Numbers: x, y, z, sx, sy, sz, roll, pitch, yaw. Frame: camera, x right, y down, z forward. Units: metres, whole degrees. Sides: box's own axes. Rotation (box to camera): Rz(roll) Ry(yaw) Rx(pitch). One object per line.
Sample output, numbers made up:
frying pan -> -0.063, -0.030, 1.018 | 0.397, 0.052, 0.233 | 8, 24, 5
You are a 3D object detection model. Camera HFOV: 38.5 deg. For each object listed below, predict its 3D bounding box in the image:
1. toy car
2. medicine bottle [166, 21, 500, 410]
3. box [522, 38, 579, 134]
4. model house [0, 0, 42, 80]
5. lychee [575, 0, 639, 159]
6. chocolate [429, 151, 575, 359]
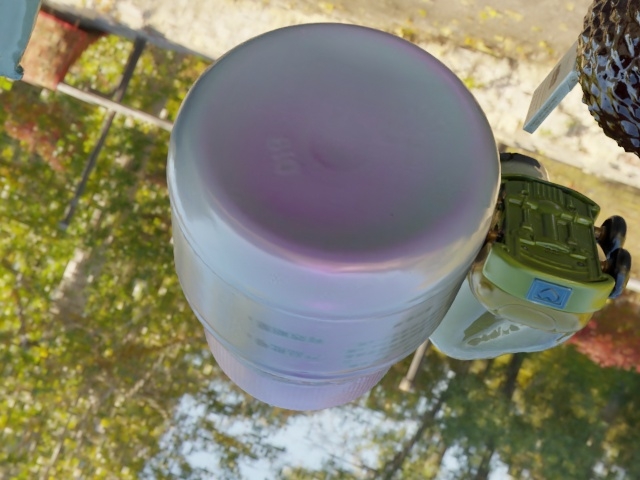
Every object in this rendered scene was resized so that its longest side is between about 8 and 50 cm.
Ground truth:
toy car -> 0.262, 0.025, 1.128 | 0.201, 0.142, 0.248 | 18, -146, 4
medicine bottle -> 0.000, 0.000, 0.802 | 0.256, 0.256, 0.324 | 22, 152, 7
box -> 0.375, -0.248, 1.451 | 0.024, 0.090, 0.167 | 26, 150, -4
model house -> -0.429, -0.333, 0.929 | 0.267, 0.194, 0.325 | 15, -162, -34
lychee -> 0.381, -0.185, 0.908 | 0.261, 0.260, 0.260 | 22, 177, 1
chocolate -> 0.260, 0.055, 1.482 | 0.314, 0.296, 0.326 | 14, 142, -39
